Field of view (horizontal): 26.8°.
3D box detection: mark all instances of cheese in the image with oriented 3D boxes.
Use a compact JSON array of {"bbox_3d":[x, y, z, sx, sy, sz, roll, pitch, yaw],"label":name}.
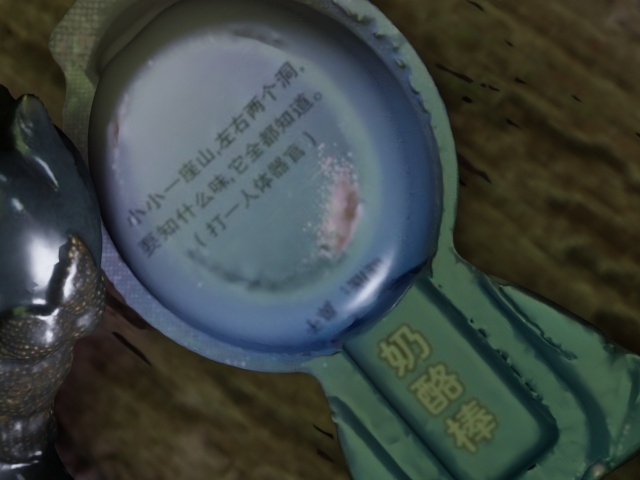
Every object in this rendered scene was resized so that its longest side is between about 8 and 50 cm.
[{"bbox_3d":[0.000,0.000,0.459,0.135,0.052,0.245,-42,83,12],"label":"cheese"}]

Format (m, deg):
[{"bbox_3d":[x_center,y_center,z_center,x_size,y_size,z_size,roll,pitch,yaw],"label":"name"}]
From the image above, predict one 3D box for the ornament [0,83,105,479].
[{"bbox_3d":[-0.048,0.078,0.430,0.236,0.080,0.202,33,124,16],"label":"ornament"}]
